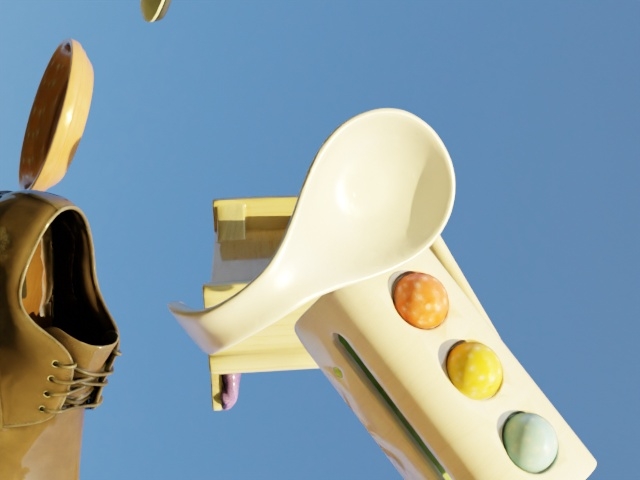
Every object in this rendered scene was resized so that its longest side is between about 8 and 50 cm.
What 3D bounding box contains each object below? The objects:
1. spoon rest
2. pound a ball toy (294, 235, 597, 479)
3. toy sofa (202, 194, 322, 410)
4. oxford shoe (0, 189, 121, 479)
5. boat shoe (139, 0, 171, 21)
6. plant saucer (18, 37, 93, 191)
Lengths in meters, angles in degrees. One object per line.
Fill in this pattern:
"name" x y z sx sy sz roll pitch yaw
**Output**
"spoon rest" 0.000 0.000 0.927 0.276 0.137 0.084 -39 -160 -6
"pound a ball toy" 0.133 0.098 1.027 0.319 0.208 0.136 53 -35 7
"toy sofa" -0.072 0.072 1.451 0.150 0.362 0.177 -3 -71 -2
"oxford shoe" -0.162 0.084 0.625 0.096 0.083 0.227 -1 -84 33
"boat shoe" -0.151 -0.286 1.118 0.049 0.042 0.133 35 -66 39
"plant saucer" -0.323 -0.148 1.336 0.200 0.037 0.200 -42 -139 49
